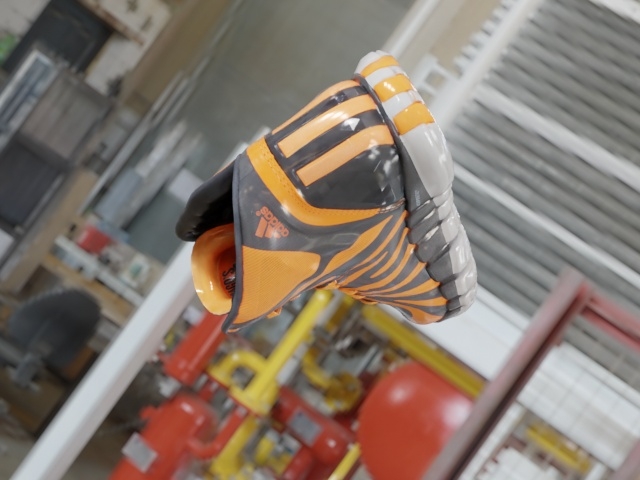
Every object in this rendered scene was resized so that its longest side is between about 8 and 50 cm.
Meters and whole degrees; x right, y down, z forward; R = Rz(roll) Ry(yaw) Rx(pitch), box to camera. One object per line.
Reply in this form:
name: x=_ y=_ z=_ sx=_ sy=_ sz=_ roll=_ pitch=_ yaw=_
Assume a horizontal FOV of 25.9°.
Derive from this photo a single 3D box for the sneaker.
sneaker: x=0.000 y=0.000 z=0.958 sx=0.124 sy=0.180 sz=0.321 roll=59 pitch=-3 yaw=28
